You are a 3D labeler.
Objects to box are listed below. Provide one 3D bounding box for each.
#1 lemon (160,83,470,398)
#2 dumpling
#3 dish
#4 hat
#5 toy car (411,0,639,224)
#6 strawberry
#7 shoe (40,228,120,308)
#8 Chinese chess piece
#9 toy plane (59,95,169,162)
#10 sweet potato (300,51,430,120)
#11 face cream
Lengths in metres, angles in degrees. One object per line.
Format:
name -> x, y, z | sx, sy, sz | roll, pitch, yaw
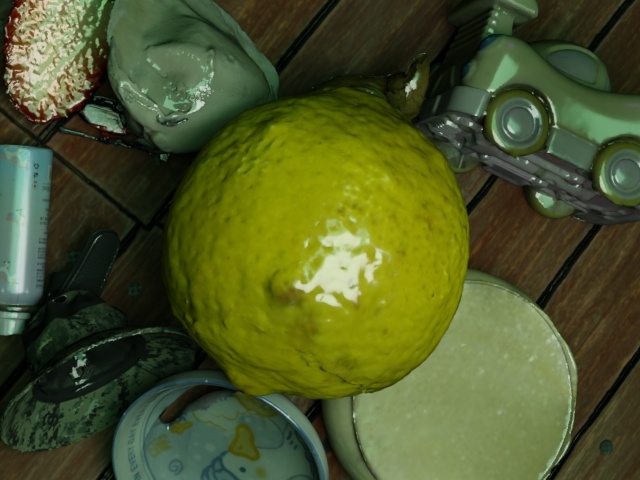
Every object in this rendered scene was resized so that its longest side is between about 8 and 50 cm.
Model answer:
lemon -> 0.000, 0.000, 1.359 | 0.350, 0.350, 0.387 | 28, 77, -14
dumpling -> -0.168, -0.200, 1.459 | 0.204, 0.293, 0.163 | 47, 121, 19
dish -> -0.111, 0.259, 1.489 | 0.273, 0.134, 0.273 | 5, 116, 11
hat -> -0.283, 0.134, 1.421 | 0.266, 0.265, 0.128 | -22, 63, -15
toy car -> 0.309, -0.169, 1.557 | 0.336, 0.242, 0.226 | 22, 81, -13
strawberry -> -0.325, -0.257, 1.454 | 0.167, 0.087, 0.208 | 42, 87, -27
shoe -> -0.303, 0.048, 1.477 | 0.062, 0.053, 0.159 | 18, 107, -51
Chinese chess piece -> 0.168, 0.202, 1.565 | 0.338, 0.140, 0.338 | 0, 90, -14
toy plane -> -0.251, -0.143, 1.500 | 0.145, 0.037, 0.060 | 16, 89, -14
sweet potato -> 0.015, -0.141, 1.536 | 0.310, 0.098, 0.124 | -44, 73, 9
face cream -> -0.370, 0.000, 1.446 | 0.075, 0.075, 0.229 | 4, 88, -16
